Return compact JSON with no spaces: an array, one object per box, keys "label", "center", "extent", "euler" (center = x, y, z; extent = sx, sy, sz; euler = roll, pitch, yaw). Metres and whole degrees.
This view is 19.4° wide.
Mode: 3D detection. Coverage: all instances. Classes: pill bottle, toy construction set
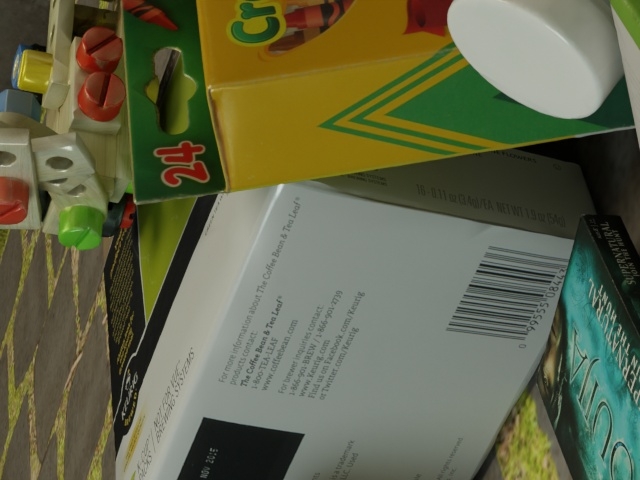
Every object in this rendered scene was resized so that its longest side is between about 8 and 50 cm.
[{"label":"pill bottle","center":[0.155,-0.165,0.926],"extent":[0.208,0.117,0.117],"euler":[-54,11,-18]},{"label":"toy construction set","center":[-0.157,-0.123,1.257],"extent":[0.215,0.151,0.328],"euler":[127,162,-54]}]

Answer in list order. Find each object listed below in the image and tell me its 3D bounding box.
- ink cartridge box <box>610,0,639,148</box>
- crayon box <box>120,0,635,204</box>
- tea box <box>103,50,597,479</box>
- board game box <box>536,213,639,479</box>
[{"label":"ink cartridge box","center":[0.217,0.012,0.838],"extent":[0.189,0.097,0.255],"euler":[-106,-3,-53]},{"label":"crayon box","center":[0.039,-0.132,1.064],"extent":[0.202,0.318,0.081],"euler":[-101,2,-48]},{"label":"tea box","center":[0.000,0.000,1.274],"extent":[0.324,0.220,0.329],"euler":[-102,29,-48]},{"label":"board game box","center":[0.162,0.090,1.010],"extent":[0.186,0.026,0.126],"euler":[-105,21,-53]}]
